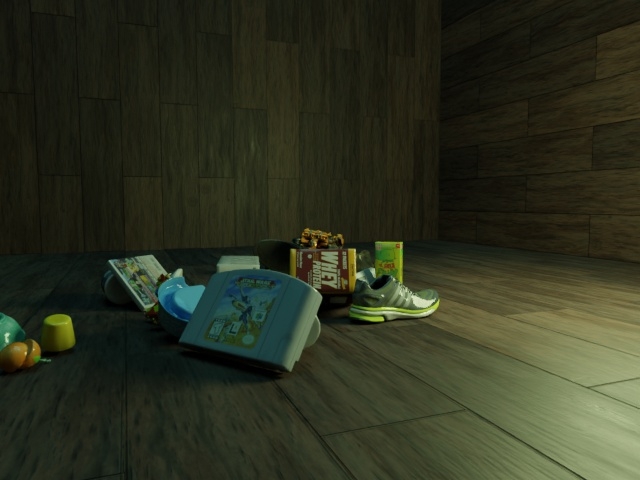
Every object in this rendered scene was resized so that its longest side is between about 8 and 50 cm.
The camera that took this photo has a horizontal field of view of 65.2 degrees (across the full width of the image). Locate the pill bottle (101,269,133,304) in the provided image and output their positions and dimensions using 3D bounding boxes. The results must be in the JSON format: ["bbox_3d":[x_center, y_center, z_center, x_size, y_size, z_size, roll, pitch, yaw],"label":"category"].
[{"bbox_3d":[-0.666,0.146,1.656,0.108,0.108,0.180,-3,4,-28],"label":"pill bottle"}]

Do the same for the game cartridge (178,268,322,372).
[{"bbox_3d":[-0.149,0.155,1.047,0.297,0.198,0.062,2,-29,34],"label":"game cartridge"}]

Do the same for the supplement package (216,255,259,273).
[{"bbox_3d":[-0.269,0.129,1.648,0.134,0.139,0.244,1,4,-8],"label":"supplement package"}]

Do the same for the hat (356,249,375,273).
[{"bbox_3d":[0.144,0.103,2.037,0.331,0.134,0.331,1,4,0],"label":"hat"}]

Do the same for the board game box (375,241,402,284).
[{"bbox_3d":[0.243,0.096,1.781,0.092,0.181,0.043,1,5,19],"label":"board game box"}]

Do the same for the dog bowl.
[{"bbox_3d":[-0.267,0.163,1.253,0.297,0.074,0.166,-4,39,-43],"label":"dog bowl"}]

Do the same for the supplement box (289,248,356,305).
[{"bbox_3d":[0.006,0.113,1.499,0.191,0.129,0.194,0,-19,-1],"label":"supplement box"}]

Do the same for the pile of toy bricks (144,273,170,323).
[{"bbox_3d":[-0.430,0.183,1.362,0.105,0.118,0.212,-29,29,-11],"label":"pile of toy bricks"}]

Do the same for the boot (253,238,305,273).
[{"bbox_3d":[-0.129,0.071,2.268,0.377,0.138,0.284,9,2,-13],"label":"boot"}]

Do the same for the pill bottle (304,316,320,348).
[{"bbox_3d":[-0.076,0.179,1.140,0.117,0.118,0.208,-2,4,-19],"label":"pill bottle"}]

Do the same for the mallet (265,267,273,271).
[{"bbox_3d":[-0.261,0.140,2.223,0.062,0.039,0.189,4,10,34],"label":"mallet"}]

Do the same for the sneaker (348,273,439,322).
[{"bbox_3d":[0.216,0.155,1.406,0.300,0.121,0.111,-3,5,-32],"label":"sneaker"}]

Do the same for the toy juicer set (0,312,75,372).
[{"bbox_3d":[-0.698,0.212,1.013,0.329,0.089,0.209,8,17,-1],"label":"toy juicer set"}]

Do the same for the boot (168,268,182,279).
[{"bbox_3d":[-0.572,0.146,1.883,0.086,0.069,0.190,2,6,-7],"label":"boot"}]

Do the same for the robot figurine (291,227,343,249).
[{"bbox_3d":[0.000,0.000,2.124,0.211,0.085,0.291,10,2,12],"label":"robot figurine"}]

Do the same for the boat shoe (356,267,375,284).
[{"bbox_3d":[0.109,0.152,1.809,0.228,0.080,0.076,-16,-16,-34],"label":"boat shoe"}]

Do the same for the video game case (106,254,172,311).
[{"bbox_3d":[-0.551,0.130,1.591,0.201,0.023,0.183,47,22,16],"label":"video game case"}]
